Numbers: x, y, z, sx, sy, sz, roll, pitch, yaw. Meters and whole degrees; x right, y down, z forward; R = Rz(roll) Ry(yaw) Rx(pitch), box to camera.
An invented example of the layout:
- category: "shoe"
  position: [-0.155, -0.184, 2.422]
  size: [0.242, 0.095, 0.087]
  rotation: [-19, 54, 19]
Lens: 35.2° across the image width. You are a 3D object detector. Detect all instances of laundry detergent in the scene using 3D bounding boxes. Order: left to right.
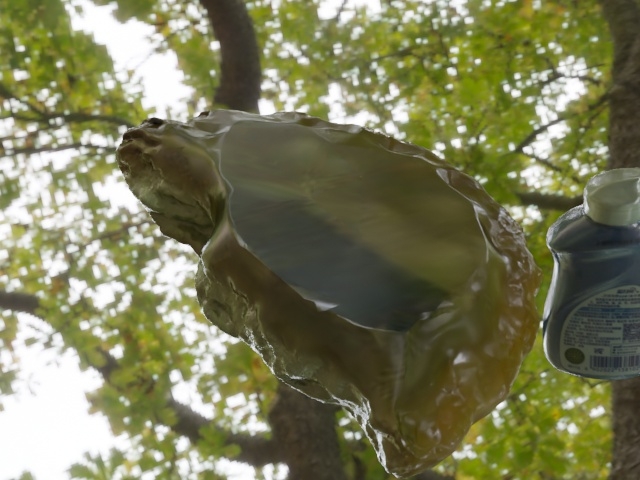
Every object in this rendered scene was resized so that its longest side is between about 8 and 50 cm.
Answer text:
- category: "laundry detergent"
  position: [0.348, 0.037, 1.235]
  size: [0.143, 0.094, 0.290]
  rotation: [5, -54, 16]

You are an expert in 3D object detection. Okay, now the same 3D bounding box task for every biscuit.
- category: "biscuit"
  position: [0.000, 0.000, 0.715]
  size: [0.335, 0.329, 0.078]
  rotation: [21, -54, 3]
